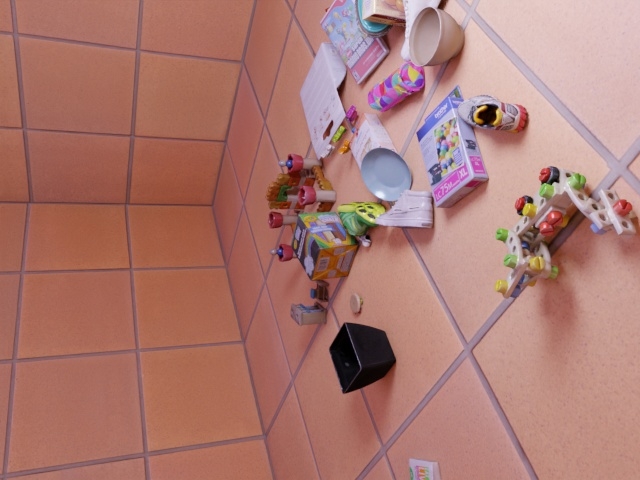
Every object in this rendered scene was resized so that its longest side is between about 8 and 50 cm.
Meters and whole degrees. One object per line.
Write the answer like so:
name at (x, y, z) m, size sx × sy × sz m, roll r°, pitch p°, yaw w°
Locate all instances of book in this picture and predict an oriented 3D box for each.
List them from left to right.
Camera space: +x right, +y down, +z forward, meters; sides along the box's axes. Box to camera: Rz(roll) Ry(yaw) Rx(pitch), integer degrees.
book at (0.330, 0.744, 1.730) m, size 0.144 × 0.035 × 0.097 m, roll 141°, pitch 128°, yaw -63°

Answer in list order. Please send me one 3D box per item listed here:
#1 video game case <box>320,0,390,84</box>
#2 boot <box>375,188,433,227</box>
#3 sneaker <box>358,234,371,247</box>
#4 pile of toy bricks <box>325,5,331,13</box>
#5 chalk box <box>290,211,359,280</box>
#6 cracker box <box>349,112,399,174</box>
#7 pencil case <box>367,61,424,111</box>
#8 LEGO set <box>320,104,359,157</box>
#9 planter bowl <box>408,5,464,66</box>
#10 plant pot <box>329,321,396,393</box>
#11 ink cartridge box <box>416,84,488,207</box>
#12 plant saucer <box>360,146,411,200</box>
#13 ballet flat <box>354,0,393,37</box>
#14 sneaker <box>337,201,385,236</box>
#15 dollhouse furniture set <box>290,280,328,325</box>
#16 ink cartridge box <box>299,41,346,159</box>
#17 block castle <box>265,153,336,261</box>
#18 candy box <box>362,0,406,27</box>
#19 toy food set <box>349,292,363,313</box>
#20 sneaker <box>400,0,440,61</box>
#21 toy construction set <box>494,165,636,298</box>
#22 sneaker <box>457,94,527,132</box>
video game case at (0.121, -0.748, 2.009) m, size 0.285 × 0.025 × 0.204 m, roll 59°, pitch 147°, yaw 4°
boot at (0.274, -0.104, 1.780) m, size 0.258 × 0.095 × 0.124 m, roll 4°, pitch 88°, yaw 58°
sneaker at (0.170, -0.010, 2.083) m, size 0.037 × 0.031 × 0.083 m, roll -62°, pitch 39°, yaw 25°
pile of toy bricks at (0.112, -0.829, 2.128) m, size 0.212 × 0.118 × 0.105 m, roll 56°, pitch 171°, yaw 27°
chalk box at (0.000, 0.000, 2.253) m, size 0.289 × 0.179 × 0.180 m, roll 58°, pitch 143°, yaw 42°
cracker box at (0.188, -0.328, 1.980) m, size 0.156 × 0.067 × 0.232 m, roll 113°, pitch 146°, yaw -43°
pencil case at (0.247, -0.500, 1.806) m, size 0.236 × 0.104 × 0.105 m, roll 166°, pitch 102°, yaw -67°
LEGO set at (0.107, -0.399, 2.139) m, size 0.087 × 0.093 × 0.227 m, roll 38°, pitch 102°, yaw 19°
planter bowl at (0.340, -0.578, 1.573) m, size 0.162 × 0.109 × 0.162 m, roll 179°, pitch 90°, yaw -66°
plant pot at (0.155, 0.410, 1.948) m, size 0.188 × 0.166 × 0.188 m, roll 115°, pitch 145°, yaw -43°
ink cartridge box at (0.367, -0.272, 1.584) m, size 0.186 × 0.065 × 0.311 m, roll 134°, pitch 133°, yaw -58°
plant saucer at (0.227, -0.228, 1.851) m, size 0.194 × 0.037 × 0.195 m, roll 22°, pitch 130°, yaw 29°
ballet flat at (0.200, -0.899, 1.873) m, size 0.182 × 0.163 × 0.484 m, roll 115°, pitch 159°, yaw -86°
sneaker at (0.160, -0.077, 2.033) m, size 0.295 × 0.109 × 0.124 m, roll -162°, pitch 58°, yaw -68°
dollhouse furniture set at (-0.051, 0.270, 2.462) m, size 0.129 × 0.129 × 0.184 m, roll -152°, pitch 63°, yaw -64°
ink cartridge box at (0.033, -0.583, 2.317) m, size 0.308 × 0.091 × 0.385 m, roll 127°, pitch 134°, yaw -55°
block castle at (-0.119, -0.148, 2.508) m, size 0.453 × 0.212 × 0.303 m, roll 114°, pitch 147°, yaw -44°
candy box at (0.234, -0.848, 1.717) m, size 0.087 × 0.182 × 0.317 m, roll -163°, pitch 74°, yaw -65°
toy food set at (0.140, 0.249, 2.161) m, size 0.083 × 0.020 × 0.083 m, roll -127°, pitch 43°, yaw -53°
sneaker at (0.283, -0.695, 1.660) m, size 0.106 × 0.123 × 0.290 m, roll -82°, pitch 11°, yaw -56°
toy construction set at (0.498, -0.026, 1.173) m, size 0.327 × 0.151 × 0.215 m, roll -45°, pitch 25°, yaw 49°
sneaker at (0.422, -0.332, 1.410) m, size 0.225 × 0.092 × 0.088 m, roll -143°, pitch 56°, yaw -62°
